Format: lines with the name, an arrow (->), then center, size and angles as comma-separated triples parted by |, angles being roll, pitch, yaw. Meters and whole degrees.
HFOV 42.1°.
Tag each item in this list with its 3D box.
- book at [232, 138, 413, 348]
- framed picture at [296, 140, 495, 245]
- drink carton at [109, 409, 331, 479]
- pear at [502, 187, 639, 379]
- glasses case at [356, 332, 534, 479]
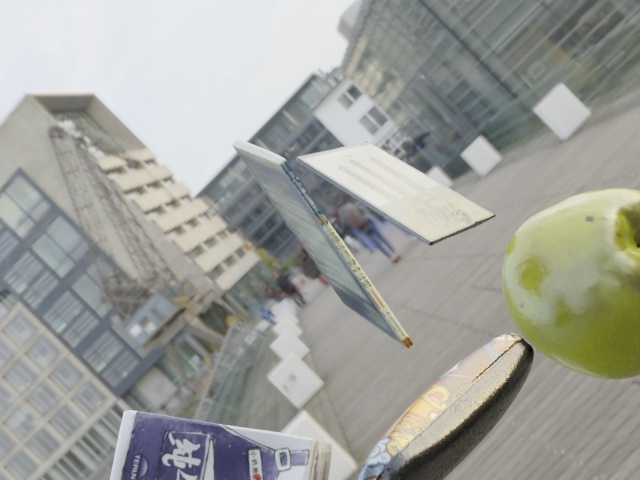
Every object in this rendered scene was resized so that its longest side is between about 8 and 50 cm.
book -> 0.000, 0.000, 1.167 | 0.018, 0.322, 0.228 | -39, 24, -10
framed picture -> 0.145, -0.099, 1.587 | 0.244, 0.324, 0.013 | -19, -44, -50
drink carton -> -0.107, 0.267, 0.900 | 0.102, 0.222, 0.134 | 55, -138, -69
pear -> 0.410, 0.067, 1.227 | 0.294, 0.294, 0.294 | -45, 1, 1
glasses case -> 0.157, 0.221, 1.015 | 0.321, 0.082, 0.122 | -32, -35, -38
